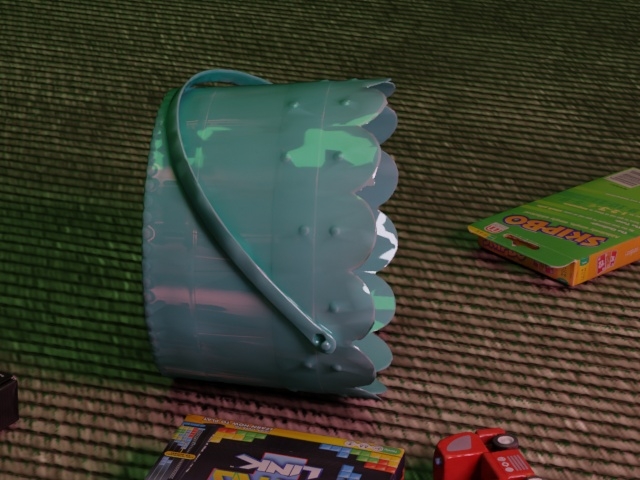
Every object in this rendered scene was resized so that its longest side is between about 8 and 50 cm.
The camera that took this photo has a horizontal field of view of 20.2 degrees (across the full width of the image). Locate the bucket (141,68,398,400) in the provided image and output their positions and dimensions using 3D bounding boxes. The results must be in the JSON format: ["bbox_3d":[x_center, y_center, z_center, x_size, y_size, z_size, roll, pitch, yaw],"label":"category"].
[{"bbox_3d":[-0.034,-0.006,1.457,0.183,0.281,0.281,1,24,5],"label":"bucket"}]

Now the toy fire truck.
[{"bbox_3d":[0.098,0.200,1.257,0.135,0.047,0.192,-6,25,-14],"label":"toy fire truck"}]

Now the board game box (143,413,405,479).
[{"bbox_3d":[-0.037,0.187,1.274,0.170,0.048,0.141,8,23,12],"label":"board game box"}]

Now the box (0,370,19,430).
[{"bbox_3d":[-0.362,0.130,1.377,0.191,0.045,0.184,16,25,30],"label":"box"}]

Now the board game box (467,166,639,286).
[{"bbox_3d":[0.273,-0.015,1.767,0.259,0.039,0.124,-16,29,-40],"label":"board game box"}]
